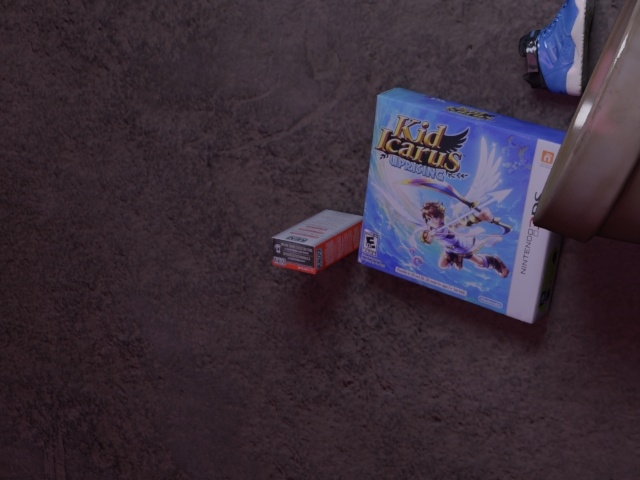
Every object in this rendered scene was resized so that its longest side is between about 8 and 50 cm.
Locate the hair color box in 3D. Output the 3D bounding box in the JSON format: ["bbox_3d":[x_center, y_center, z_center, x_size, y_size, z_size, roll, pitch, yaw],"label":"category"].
[{"bbox_3d":[0.000,0.000,1.634,0.072,0.141,0.043,12,113,31],"label":"hair color box"}]

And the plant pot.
[{"bbox_3d":[0.413,-0.108,1.246,0.280,0.323,0.323,25,120,6],"label":"plant pot"}]

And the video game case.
[{"bbox_3d":[0.186,-0.049,1.544,0.269,0.061,0.244,19,115,28],"label":"video game case"}]

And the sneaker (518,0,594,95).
[{"bbox_3d":[0.278,-0.250,1.411,0.084,0.058,0.152,10,119,22],"label":"sneaker"}]
